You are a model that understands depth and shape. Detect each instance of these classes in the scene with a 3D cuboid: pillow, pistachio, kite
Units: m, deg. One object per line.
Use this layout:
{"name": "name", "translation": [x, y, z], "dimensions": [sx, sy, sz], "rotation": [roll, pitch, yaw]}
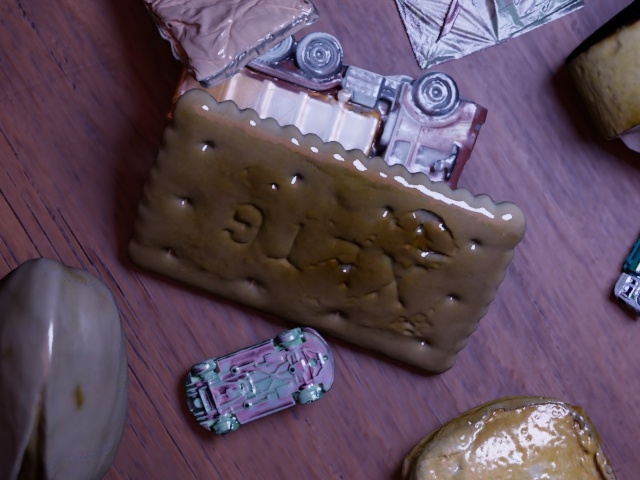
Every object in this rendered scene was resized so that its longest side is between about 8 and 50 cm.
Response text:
{"name": "pillow", "translation": [-0.100, -0.234, 1.710], "dimensions": [0.126, 0.043, 0.232], "rotation": [-31, 52, -1]}
{"name": "pistachio", "translation": [-0.239, 0.129, 1.706], "dimensions": [0.137, 0.153, 0.238], "rotation": [8, 115, 5]}
{"name": "kite", "translation": [0.146, -0.273, 1.807], "dimensions": [0.229, 0.012, 0.250], "rotation": [27, 85, -4]}

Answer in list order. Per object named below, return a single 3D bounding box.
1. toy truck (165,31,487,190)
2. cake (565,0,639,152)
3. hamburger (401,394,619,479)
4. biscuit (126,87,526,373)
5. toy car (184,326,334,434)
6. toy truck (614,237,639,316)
{"name": "toy truck", "translation": [0.006, -0.112, 1.739], "dimensions": [0.270, 0.114, 0.135], "rotation": [18, 91, -2]}
{"name": "cake", "translation": [0.340, -0.147, 1.731], "dimensions": [0.207, 0.185, 0.178], "rotation": [-41, 94, -14]}
{"name": "hamburger", "translation": [0.176, 0.245, 1.746], "dimensions": [0.213, 0.108, 0.214], "rotation": [0, 89, -6]}
{"name": "biscuit", "translation": [0.000, 0.000, 1.710], "dimensions": [0.324, 0.044, 0.217], "rotation": [21, 129, -4]}
{"name": "toy car", "translation": [-0.053, 0.125, 1.759], "dimensions": [0.142, 0.055, 0.069], "rotation": [-20, 89, 9]}
{"name": "toy truck", "translation": [0.302, 0.027, 1.797], "dimensions": [0.044, 0.039, 0.083], "rotation": [30, 85, 14]}
